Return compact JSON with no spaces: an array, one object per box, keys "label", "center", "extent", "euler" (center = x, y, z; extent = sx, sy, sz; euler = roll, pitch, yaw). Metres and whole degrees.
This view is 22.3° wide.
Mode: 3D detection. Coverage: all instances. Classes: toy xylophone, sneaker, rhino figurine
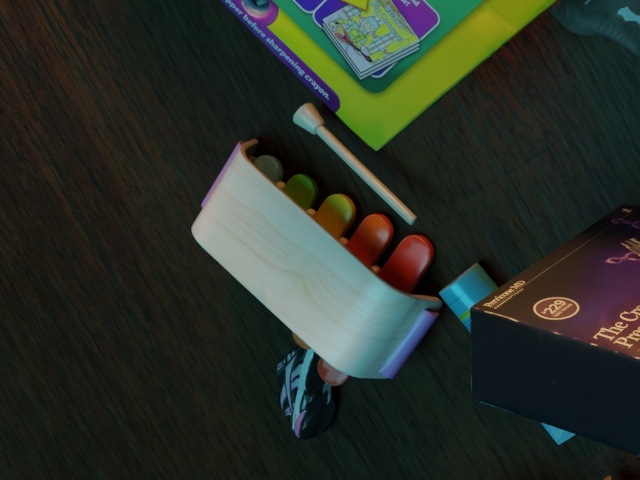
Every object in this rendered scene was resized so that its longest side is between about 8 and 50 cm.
[{"label":"toy xylophone","center":[0.000,0.000,1.791],"extent":[0.323,0.081,0.236],"euler":[50,116,18]},{"label":"sneaker","center":[-0.019,0.150,1.912],"extent":[0.077,0.072,0.178],"euler":[42,129,34]},{"label":"rhino figurine","center":[0.253,-0.230,1.456],"extent":[0.243,0.073,0.106],"euler":[30,126,31]}]

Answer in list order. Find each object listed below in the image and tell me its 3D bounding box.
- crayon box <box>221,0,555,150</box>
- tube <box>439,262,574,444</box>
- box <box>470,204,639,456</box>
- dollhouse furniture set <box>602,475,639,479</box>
[{"label":"crayon box","center":[0.031,-0.303,1.440],"extent":[0.363,0.106,0.313],"euler":[45,134,-6]},{"label":"tube","center":[0.209,0.119,1.702],"extent":[0.207,0.052,0.080],"euler":[51,143,2]},{"label":"box","center":[0.280,0.073,1.450],"extent":[0.184,0.261,0.103],"euler":[13,120,37]},{"label":"dollhouse furniture set","center":[0.230,0.484,1.703],"extent":[0.362,0.256,0.394],"euler":[-20,99,49]}]
